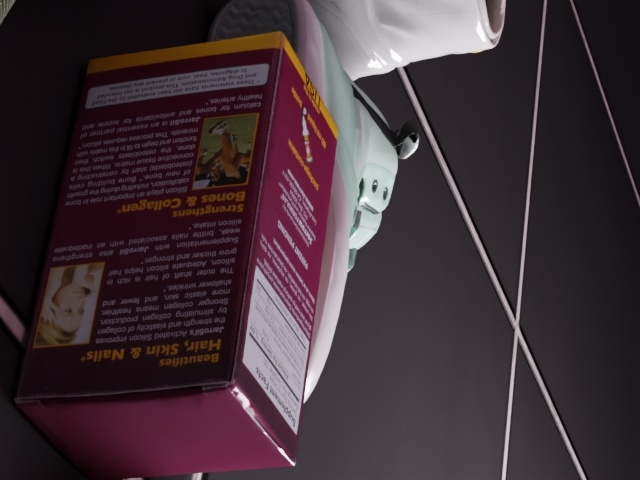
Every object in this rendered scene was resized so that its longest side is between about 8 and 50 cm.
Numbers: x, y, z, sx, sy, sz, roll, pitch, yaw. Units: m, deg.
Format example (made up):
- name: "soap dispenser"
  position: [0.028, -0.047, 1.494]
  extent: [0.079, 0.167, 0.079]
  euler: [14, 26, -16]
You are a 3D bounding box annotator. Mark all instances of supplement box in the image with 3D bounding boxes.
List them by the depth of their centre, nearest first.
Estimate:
- name: "supplement box"
  position: [-0.060, 0.007, 0.828]
  extent: [0.081, 0.104, 0.188]
  euler: [57, 33, -51]

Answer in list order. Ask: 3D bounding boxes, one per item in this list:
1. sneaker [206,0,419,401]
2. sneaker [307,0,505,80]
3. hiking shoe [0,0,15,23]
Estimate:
- name: "sneaker"
  position: [0.000, -0.001, 0.997]
  extent: [0.151, 0.094, 0.256]
  euler: [44, 40, -51]
- name: "sneaker"
  position: [0.027, -0.241, 1.054]
  extent: [0.108, 0.169, 0.293]
  euler: [-46, 125, -62]
- name: "hiking shoe"
  position: [-0.079, -0.131, 0.527]
  extent: [0.086, 0.114, 0.227]
  euler: [62, 29, -47]
